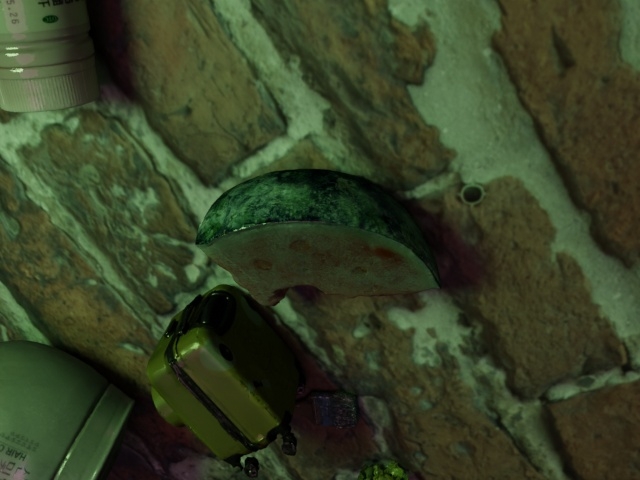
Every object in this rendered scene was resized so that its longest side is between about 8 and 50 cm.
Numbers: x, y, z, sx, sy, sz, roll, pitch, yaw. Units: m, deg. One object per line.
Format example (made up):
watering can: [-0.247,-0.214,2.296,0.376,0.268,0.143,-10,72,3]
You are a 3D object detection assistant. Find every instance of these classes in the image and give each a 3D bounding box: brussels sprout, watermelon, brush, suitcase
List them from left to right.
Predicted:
suitcase: [-0.137,0.198,0.946,0.143,0.194,0.234,-35,105,16]
brush: [-0.035,0.271,1.061,0.197,0.021,0.070,-1,114,13]
watermelon: [0.000,0.000,0.877,0.319,0.148,0.226,11,137,-9]
brussels sprout: [0.099,0.397,1.069,0.085,0.085,0.058,11,111,7]

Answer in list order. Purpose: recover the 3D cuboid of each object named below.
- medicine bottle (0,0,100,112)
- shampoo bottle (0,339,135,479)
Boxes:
medicine bottle: [-0.350,-0.289,0.782,0.134,0.133,0.249,4,116,11]
shampoo bottle: [-0.452,0.309,1.029,0.267,0.273,0.273,27,119,-7]
